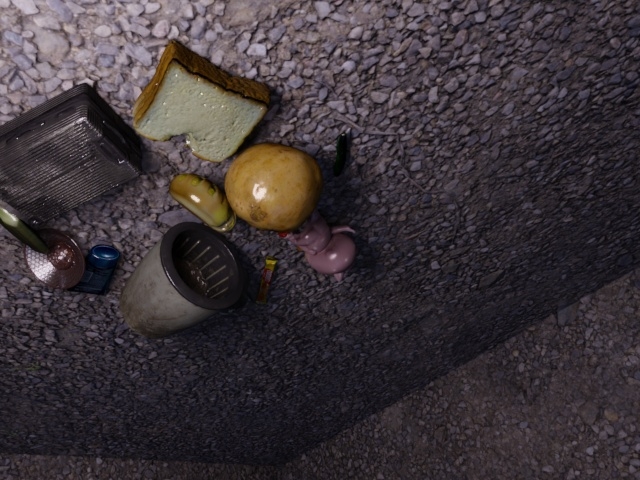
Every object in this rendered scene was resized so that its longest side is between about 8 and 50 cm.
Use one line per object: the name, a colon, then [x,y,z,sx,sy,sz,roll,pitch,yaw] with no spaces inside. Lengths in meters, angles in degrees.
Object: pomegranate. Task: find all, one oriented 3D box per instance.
pomegranate: [-0.128,-0.142,1.543,0.261,0.260,0.260,-11,144,-8]

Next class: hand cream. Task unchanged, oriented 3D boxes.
hand cream: [-0.712,0.107,1.816,0.120,0.061,0.270,11,141,-30]

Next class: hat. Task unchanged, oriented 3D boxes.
hat: [-0.761,0.042,1.690,0.193,0.082,0.192,4,111,11]

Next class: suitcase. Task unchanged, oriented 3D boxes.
suitcase: [-0.622,-0.200,1.363,0.335,0.152,0.229,-25,144,8]

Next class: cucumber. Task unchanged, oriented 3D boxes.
cucumber: [0.060,-0.249,1.666,0.036,0.033,0.184,-31,151,-25]

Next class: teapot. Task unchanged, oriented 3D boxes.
teapot: [-0.328,0.190,1.997,0.239,0.148,0.162,9,138,-32]

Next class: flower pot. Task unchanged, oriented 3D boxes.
flower pot: [-0.450,0.141,1.789,0.330,0.293,0.294,-33,142,33]

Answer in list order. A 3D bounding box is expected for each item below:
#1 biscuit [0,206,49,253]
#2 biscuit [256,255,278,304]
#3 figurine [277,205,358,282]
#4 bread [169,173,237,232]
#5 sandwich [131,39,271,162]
biscuit: [-0.776,-0.025,1.485,0.099,0.038,0.322,32,162,-4]
biscuit: [-0.199,0.149,2.100,0.048,0.026,0.291,12,139,-6]
figurine: [0.000,0.000,1.904,0.287,0.176,0.186,40,160,-32]
bread: [-0.321,-0.111,1.588,0.104,0.213,0.213,-57,141,-8]
sandwich: [-0.290,-0.314,1.385,0.273,0.095,0.249,17,132,-37]
